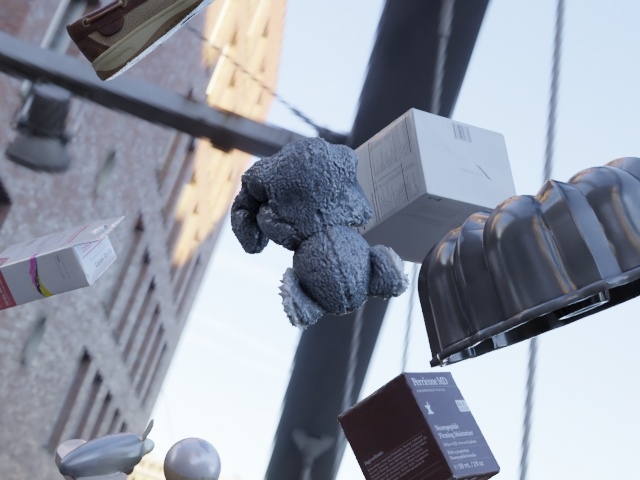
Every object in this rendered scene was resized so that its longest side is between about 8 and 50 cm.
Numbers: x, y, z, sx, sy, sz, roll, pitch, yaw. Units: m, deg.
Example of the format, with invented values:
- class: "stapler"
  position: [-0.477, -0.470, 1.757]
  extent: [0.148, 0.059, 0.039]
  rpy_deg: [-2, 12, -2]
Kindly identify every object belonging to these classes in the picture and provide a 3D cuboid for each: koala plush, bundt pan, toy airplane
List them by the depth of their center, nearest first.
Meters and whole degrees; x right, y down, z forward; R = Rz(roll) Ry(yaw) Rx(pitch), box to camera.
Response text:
- class: "bundt pan"
  position: [0.245, 0.015, 1.165]
  extent: [0.331, 0.124, 0.331]
  rpy_deg: [-19, -12, -4]
- class: "koala plush"
  position: [0.000, 0.000, 1.490]
  extent: [0.196, 0.221, 0.203]
  rpy_deg: [-14, -21, -11]
- class: "toy airplane"
  position: [-0.249, 0.404, 1.667]
  extent: [0.386, 0.272, 0.384]
  rpy_deg: [27, 3, 3]

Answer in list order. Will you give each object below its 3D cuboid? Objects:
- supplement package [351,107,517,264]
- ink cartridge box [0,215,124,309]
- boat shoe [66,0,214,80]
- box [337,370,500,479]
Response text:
- class: "supplement package"
  position: [0.159, -0.077, 1.772]
  extent: [0.194, 0.149, 0.203]
  rpy_deg: [12, -30, -36]
- class: "ink cartridge box"
  position: [-0.376, 0.031, 1.660]
  extent: [0.198, 0.115, 0.067]
  rpy_deg: [-15, -73, 16]
- class: "boat shoe"
  position: [-0.216, -0.377, 1.648]
  extent: [0.123, 0.342, 0.123]
  rpy_deg: [51, 7, -7]
- class: "box"
  position: [0.171, 0.356, 2.002]
  extent: [0.167, 0.203, 0.168]
  rpy_deg: [-39, -26, 28]
